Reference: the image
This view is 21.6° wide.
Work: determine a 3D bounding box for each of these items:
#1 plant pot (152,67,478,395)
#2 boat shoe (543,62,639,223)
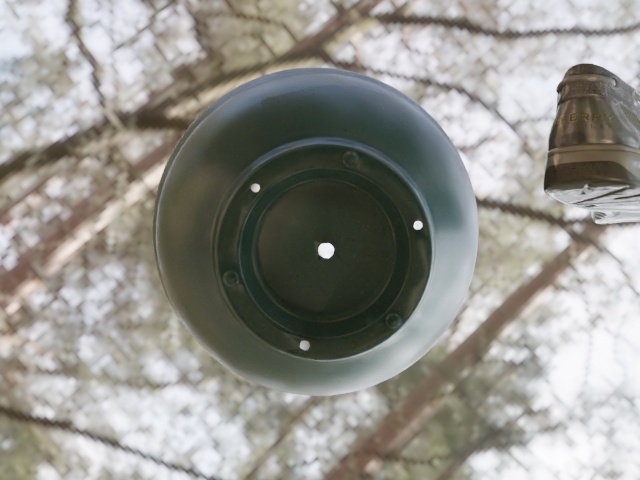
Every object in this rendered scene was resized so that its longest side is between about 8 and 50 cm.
[{"bbox_3d":[0.000,0.000,1.410,0.293,0.293,0.196,52,1,-6],"label":"plant pot"},{"bbox_3d":[0.271,-0.072,1.432,0.118,0.320,0.103,-3,-97,29],"label":"boat shoe"}]
